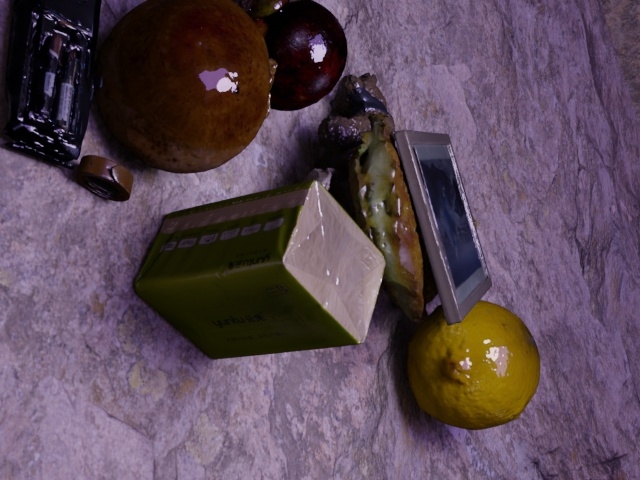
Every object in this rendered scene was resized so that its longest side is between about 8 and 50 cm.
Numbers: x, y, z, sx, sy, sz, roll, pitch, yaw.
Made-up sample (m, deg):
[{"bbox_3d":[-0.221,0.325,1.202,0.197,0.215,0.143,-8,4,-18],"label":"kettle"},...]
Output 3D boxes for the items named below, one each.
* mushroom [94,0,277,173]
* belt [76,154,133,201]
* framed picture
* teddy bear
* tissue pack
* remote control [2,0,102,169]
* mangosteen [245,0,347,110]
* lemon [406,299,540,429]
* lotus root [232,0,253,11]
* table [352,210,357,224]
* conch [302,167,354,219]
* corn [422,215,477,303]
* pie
[{"bbox_3d":[-0.173,-0.233,1.429,0.283,0.195,0.264,-8,81,-55],"label":"mushroom"},{"bbox_3d":[-0.288,-0.085,1.337,0.083,0.059,0.036,34,54,-44],"label":"belt"},{"bbox_3d":[0.231,-0.041,1.788,0.446,0.028,0.326,-20,94,-73],"label":"framed picture"},{"bbox_3d":[0.078,-0.205,1.826,0.182,0.129,0.251,96,11,-45],"label":"teddy bear"},{"bbox_3d":[-0.084,0.050,1.394,0.200,0.274,0.167,48,45,-36],"label":"tissue pack"},{"bbox_3d":[-0.348,-0.300,1.318,0.144,0.062,0.399,22,63,-49],"label":"remote control"},{"bbox_3d":[-0.055,-0.312,1.619,0.210,0.209,0.210,21,63,-50],"label":"mangosteen"},{"bbox_3d":[0.289,0.235,1.881,0.284,0.260,0.261,-27,102,-54],"label":"lemon"},{"bbox_3d":[-0.186,-0.467,1.503,0.141,0.169,0.314,-32,108,-10],"label":"lotus root"},{"bbox_3d":[0.128,-0.028,1.900,0.146,0.062,0.175,47,44,-36],"label":"table"},{"bbox_3d":[-0.016,0.004,1.617,0.291,0.158,0.210,59,13,-69],"label":"conch"},{"bbox_3d":[0.230,0.038,1.995,0.313,0.102,0.102,-47,118,-45],"label":"corn"},{"bbox_3d":[0.112,-0.032,1.672,0.288,0.102,0.355,23,54,-86],"label":"pie"}]
